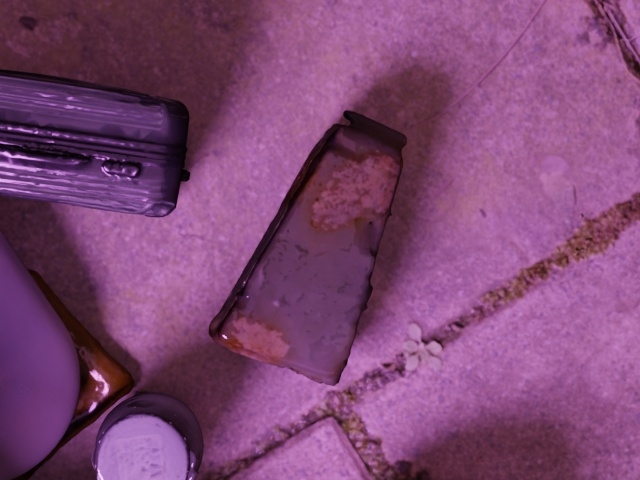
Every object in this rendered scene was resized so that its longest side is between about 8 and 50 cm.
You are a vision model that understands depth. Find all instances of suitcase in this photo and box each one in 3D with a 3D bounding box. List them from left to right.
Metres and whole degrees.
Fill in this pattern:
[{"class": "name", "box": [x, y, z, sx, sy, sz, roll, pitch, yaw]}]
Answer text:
[{"class": "suitcase", "box": [-0.285, -0.104, 1.463, 0.312, 0.202, 0.128, 8, 93, -7]}]

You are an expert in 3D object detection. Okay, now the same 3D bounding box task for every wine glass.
[{"class": "wine glass", "box": [-0.177, 0.214, 1.496, 0.111, 0.204, 0.111, 0, 92, -3]}]

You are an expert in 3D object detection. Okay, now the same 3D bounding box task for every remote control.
[{"class": "remote control", "box": [-0.384, 0.101, 1.460, 0.221, 0.103, 0.332, -35, 109, -15]}]

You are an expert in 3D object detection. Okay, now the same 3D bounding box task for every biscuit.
[{"class": "biscuit", "box": [-0.317, 0.145, 1.558, 0.174, 0.039, 0.183, -37, 97, -2]}]

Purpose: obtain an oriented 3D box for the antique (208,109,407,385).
[{"class": "antique", "box": [0.000, 0.000, 1.545, 0.150, 0.125, 0.284, 23, 91, -9]}]
